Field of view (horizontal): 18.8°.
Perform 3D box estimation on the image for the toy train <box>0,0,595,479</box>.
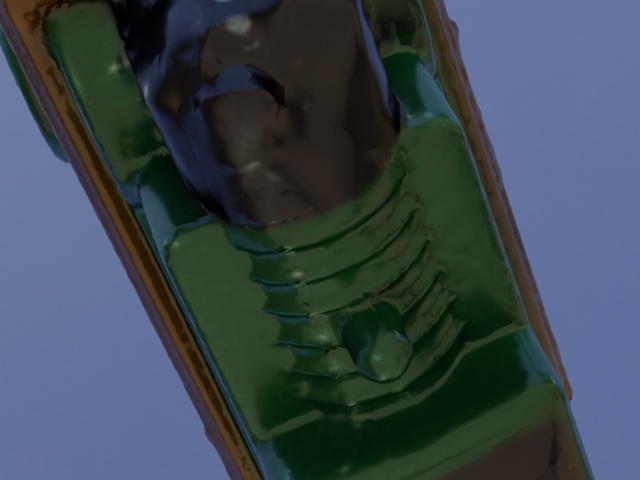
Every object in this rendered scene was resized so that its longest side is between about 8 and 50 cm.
[{"bbox_3d":[0.000,0.000,0.804,0.178,0.249,0.429,-23,-51,-1],"label":"toy train"}]
